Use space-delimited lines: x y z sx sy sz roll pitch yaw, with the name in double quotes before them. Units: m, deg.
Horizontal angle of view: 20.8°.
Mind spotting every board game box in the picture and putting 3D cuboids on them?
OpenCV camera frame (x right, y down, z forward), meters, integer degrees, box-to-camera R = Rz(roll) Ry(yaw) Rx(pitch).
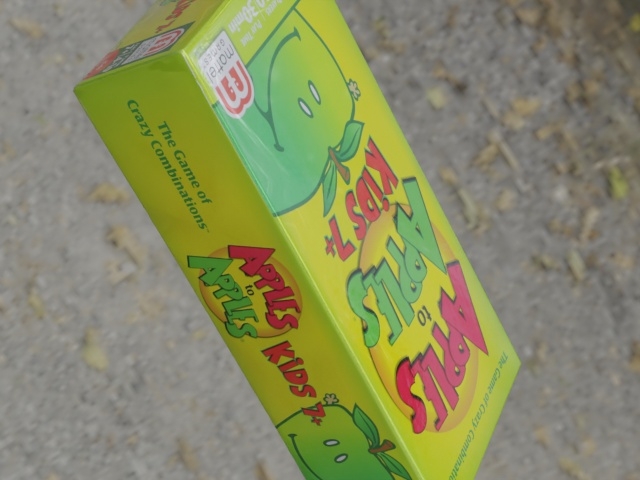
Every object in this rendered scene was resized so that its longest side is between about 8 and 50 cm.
"board game box" 0.000 0.000 0.566 0.181 0.043 0.092 61 33 -22
